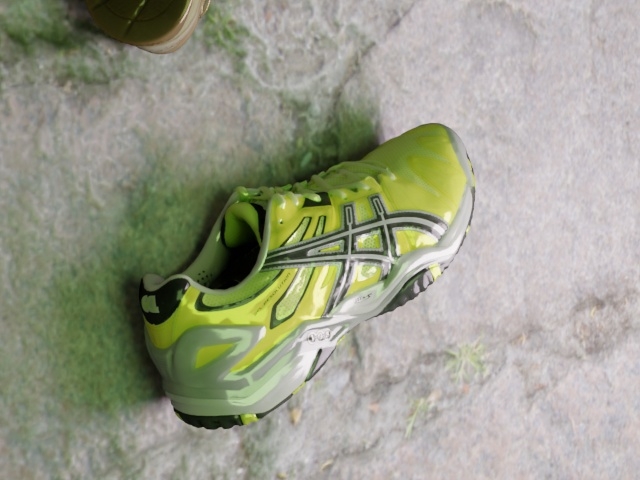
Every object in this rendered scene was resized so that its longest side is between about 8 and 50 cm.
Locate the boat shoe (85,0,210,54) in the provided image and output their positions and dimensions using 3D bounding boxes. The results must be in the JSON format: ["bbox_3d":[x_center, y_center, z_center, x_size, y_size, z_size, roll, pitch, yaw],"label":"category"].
[{"bbox_3d":[-0.118,-0.321,1.330,0.110,0.122,0.341,9,94,-81],"label":"boat shoe"}]

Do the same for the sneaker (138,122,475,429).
[{"bbox_3d":[0.000,0.000,1.458,0.385,0.145,0.147,-44,124,-31],"label":"sneaker"}]
